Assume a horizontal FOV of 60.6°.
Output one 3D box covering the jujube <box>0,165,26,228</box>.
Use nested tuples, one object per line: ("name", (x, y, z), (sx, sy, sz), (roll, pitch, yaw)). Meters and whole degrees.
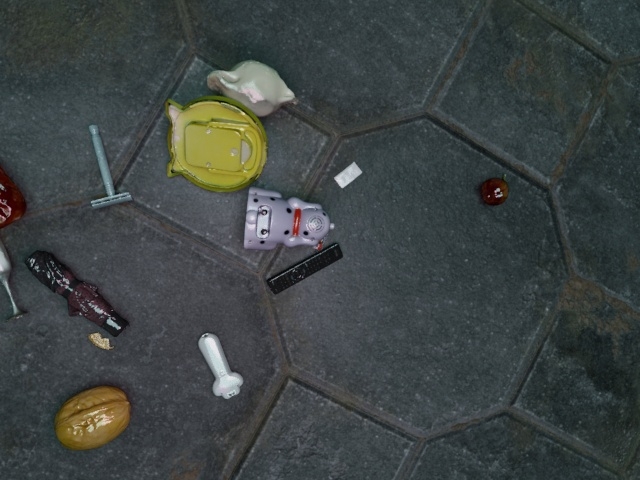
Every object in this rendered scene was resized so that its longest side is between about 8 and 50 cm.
("jujube", (-0.891, -0.135, 1.439), (0.155, 0.155, 0.230), (-38, 107, -8))

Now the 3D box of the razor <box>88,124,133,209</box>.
("razor", (-0.610, -0.210, 1.535), (0.106, 0.068, 0.231), (-16, 89, -11))

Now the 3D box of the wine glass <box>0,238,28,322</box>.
("wine glass", (-0.865, 0.088, 1.483), (0.074, 0.074, 0.262), (-20, 92, -10))

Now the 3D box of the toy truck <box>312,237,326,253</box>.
("toy truck", (0.000, 0.000, 1.664), (0.032, 0.024, 0.083), (26, 83, -36))

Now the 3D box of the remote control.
("remote control", (-0.045, 0.084, 1.648), (0.245, 0.025, 0.063), (-28, 125, -10))

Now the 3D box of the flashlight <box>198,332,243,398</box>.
("flashlight", (-0.298, 0.364, 1.602), (0.093, 0.047, 0.200), (-25, 92, -10))

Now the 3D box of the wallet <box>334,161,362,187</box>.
("wallet", (0.086, -0.201, 1.684), (0.083, 0.011, 0.044), (-38, 97, -8))

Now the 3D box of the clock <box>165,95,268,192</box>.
("clock", (-0.288, -0.271, 1.535), (0.294, 0.071, 0.277), (14, 124, -3))

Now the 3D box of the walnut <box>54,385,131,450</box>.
("walnut", (-0.617, 0.480, 1.491), (0.207, 0.159, 0.159), (-21, 94, -4))

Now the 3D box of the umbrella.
("umbrella", (-0.665, 0.146, 1.508), (0.326, 0.094, 0.090), (41, 111, -7))

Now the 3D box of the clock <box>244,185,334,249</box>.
("clock", (-0.088, -0.055, 1.571), (0.254, 0.189, 0.188), (4, 90, -9))

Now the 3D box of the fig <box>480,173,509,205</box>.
("fig", (0.570, -0.167, 1.748), (0.125, 0.089, 0.088), (-35, 97, -31))

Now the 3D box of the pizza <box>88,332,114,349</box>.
("pizza", (-0.623, 0.286, 1.556), (0.083, 0.016, 0.037), (32, 86, -6))

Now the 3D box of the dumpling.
("dumpling", (-0.196, -0.418, 1.541), (0.258, 0.193, 0.146), (9, 84, -27))
